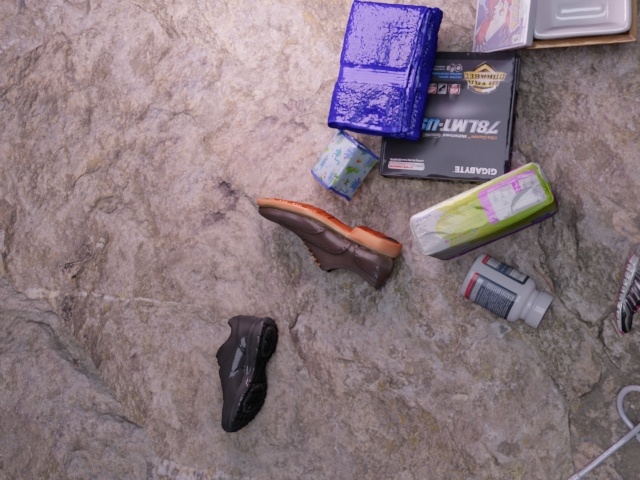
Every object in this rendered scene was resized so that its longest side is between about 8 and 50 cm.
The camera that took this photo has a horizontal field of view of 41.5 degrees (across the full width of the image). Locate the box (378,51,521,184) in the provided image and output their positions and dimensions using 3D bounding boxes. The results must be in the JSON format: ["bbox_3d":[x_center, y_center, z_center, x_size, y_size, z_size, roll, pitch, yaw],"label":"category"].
[{"bbox_3d":[0.294,-0.279,1.925,0.296,0.073,0.293,6,86,19],"label":"box"}]

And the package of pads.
[{"bbox_3d":[0.352,-0.052,1.802,0.297,0.229,0.101,-25,78,15],"label":"package of pads"}]

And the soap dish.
[{"bbox_3d":[0.564,-0.557,1.837,0.229,0.118,0.290,-1,85,18],"label":"soap dish"}]

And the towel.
[{"bbox_3d":[0.141,-0.389,1.911,0.228,0.076,0.308,11,89,21],"label":"towel"}]

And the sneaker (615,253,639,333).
[{"bbox_3d":[0.668,0.116,1.773,0.075,0.063,0.170,13,84,24],"label":"sneaker"}]

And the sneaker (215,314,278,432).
[{"bbox_3d":[-0.193,0.314,2.021,0.130,0.109,0.286,11,82,28],"label":"sneaker"}]

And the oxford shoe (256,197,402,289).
[{"bbox_3d":[0.000,0.000,1.966,0.364,0.130,0.132,23,99,18],"label":"oxford shoe"}]

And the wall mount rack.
[{"bbox_3d":[0.676,0.481,1.700,0.350,0.131,0.304,51,139,24],"label":"wall mount rack"}]

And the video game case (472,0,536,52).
[{"bbox_3d":[0.407,-0.518,1.864,0.183,0.023,0.201,8,93,62],"label":"video game case"}]

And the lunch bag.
[{"bbox_3d":[0.047,-0.183,1.978,0.128,0.096,0.151,-55,39,8],"label":"lunch bag"}]

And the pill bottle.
[{"bbox_3d":[0.406,0.114,1.834,0.180,0.108,0.108,30,94,18],"label":"pill bottle"}]
